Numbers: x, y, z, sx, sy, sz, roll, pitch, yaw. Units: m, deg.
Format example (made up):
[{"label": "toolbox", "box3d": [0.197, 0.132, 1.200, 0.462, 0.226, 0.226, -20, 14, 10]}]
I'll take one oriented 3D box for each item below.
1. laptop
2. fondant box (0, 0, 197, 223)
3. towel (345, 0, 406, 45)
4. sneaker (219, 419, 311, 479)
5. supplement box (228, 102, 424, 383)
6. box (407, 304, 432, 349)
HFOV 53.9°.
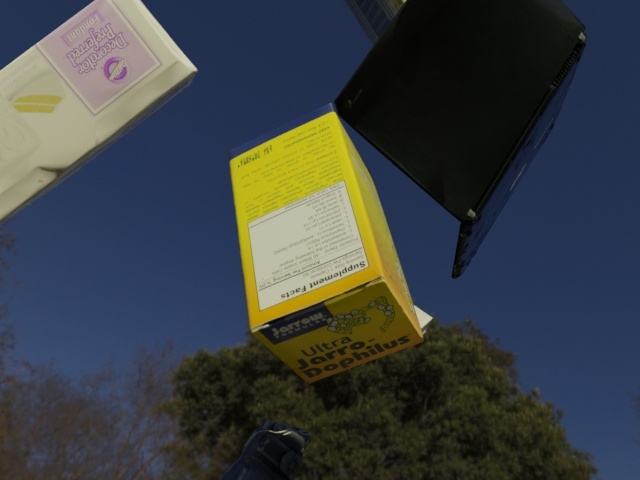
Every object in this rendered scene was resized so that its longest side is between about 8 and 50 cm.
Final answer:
[{"label": "laptop", "box3d": [0.144, -0.122, 0.623, 0.137, 0.234, 0.264, 31, -12, 18]}, {"label": "fondant box", "box3d": [-0.253, -0.134, 0.654, 0.238, 0.330, 0.096, -38, -72, -2]}, {"label": "towel", "box3d": [0.147, -0.367, 1.105, 0.056, 0.312, 0.324, -36, -82, 1]}, {"label": "sneaker", "box3d": [-0.056, 0.377, 0.961, 0.086, 0.163, 0.226, 3, -44, 37]}, {"label": "supplement box", "box3d": [0.000, 0.000, 0.969, 0.194, 0.356, 0.195, -23, -40, 12]}, {"label": "box", "box3d": [0.079, 0.106, 1.332, 0.324, 0.067, 0.063, 34, -57, 20]}]
